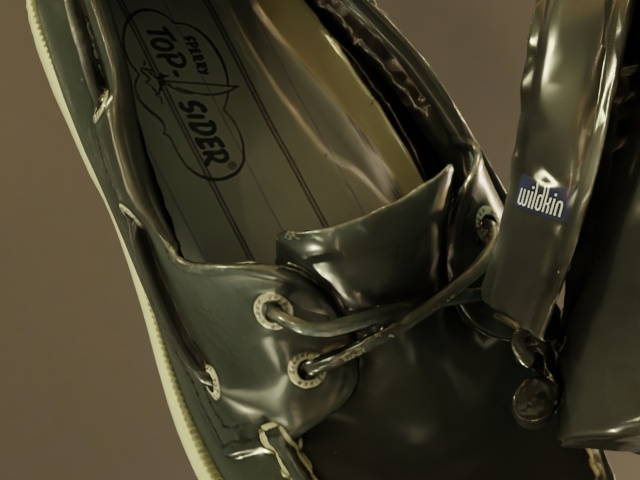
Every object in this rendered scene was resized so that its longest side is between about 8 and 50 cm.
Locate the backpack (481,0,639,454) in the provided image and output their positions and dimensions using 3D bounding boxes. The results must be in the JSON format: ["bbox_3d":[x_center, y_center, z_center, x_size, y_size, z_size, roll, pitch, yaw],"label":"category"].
[{"bbox_3d":[0.132,-0.032,0.533,0.115,0.152,0.182,19,-114,-51],"label":"backpack"}]

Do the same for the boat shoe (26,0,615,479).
[{"bbox_3d":[0.003,-0.002,0.595,0.127,0.113,0.340,-20,-110,-15],"label":"boat shoe"}]
